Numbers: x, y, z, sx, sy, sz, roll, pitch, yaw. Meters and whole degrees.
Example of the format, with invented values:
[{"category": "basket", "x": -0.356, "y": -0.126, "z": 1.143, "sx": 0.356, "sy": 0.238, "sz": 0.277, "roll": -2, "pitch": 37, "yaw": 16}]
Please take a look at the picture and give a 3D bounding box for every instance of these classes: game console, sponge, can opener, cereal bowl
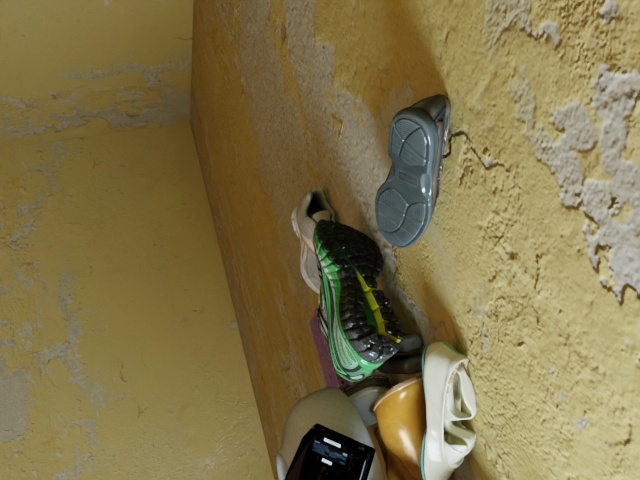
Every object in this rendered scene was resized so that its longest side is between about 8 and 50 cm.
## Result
[{"category": "game console", "x": 0.099, "y": 0.460, "z": 1.084, "sx": 0.044, "sy": 0.362, "sz": 0.213, "roll": 6, "pitch": -78, "yaw": -65}, {"category": "sponge", "x": 0.019, "y": 0.286, "z": 1.724, "sx": 0.117, "sy": 0.031, "sz": 0.210, "roll": 112, "pitch": 144, "yaw": -62}, {"category": "can opener", "x": 0.104, "y": 0.221, "z": 1.267, "sx": 0.283, "sy": 0.095, "sz": 0.075, "roll": 144, "pitch": 114, "yaw": -73}, {"category": "cereal bowl", "x": 0.004, "y": 0.462, "z": 1.286, "sx": 0.339, "sy": 0.141, "sz": 0.338, "roll": 169, "pitch": 90, "yaw": -73}]

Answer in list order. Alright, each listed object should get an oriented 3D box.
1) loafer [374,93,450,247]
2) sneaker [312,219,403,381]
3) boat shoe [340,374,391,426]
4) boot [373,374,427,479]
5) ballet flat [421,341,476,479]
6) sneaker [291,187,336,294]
[{"category": "loafer", "x": 0.146, "y": -0.094, "z": 0.989, "sx": 0.096, "sy": 0.084, "sz": 0.267, "roll": 35, "pitch": 148, "yaw": 23}, {"category": "sneaker", "x": 0.036, "y": 0.098, "z": 1.236, "sx": 0.146, "sy": 0.134, "sz": 0.343, "roll": -55, "pitch": 32, "yaw": 38}, {"category": "boat shoe", "x": 0.077, "y": 0.345, "z": 1.424, "sx": 0.305, "sy": 0.109, "sz": 0.091, "roll": 115, "pitch": 167, "yaw": -53}, {"category": "boot", "x": 0.174, "y": 0.375, "z": 1.153, "sx": 0.295, "sy": 0.104, "sz": 0.211, "roll": 94, "pitch": 153, "yaw": -53}, {"category": "ballet flat", "x": 0.197, "y": 0.277, "z": 1.024, "sx": 0.086, "sy": 0.086, "sz": 0.248, "roll": -144, "pitch": 48, "yaw": -68}, {"category": "sneaker", "x": 0.000, "y": 0.000, "z": 1.494, "sx": 0.121, "sy": 0.099, "sz": 0.262, "roll": 112, "pitch": 144, "yaw": -55}]
